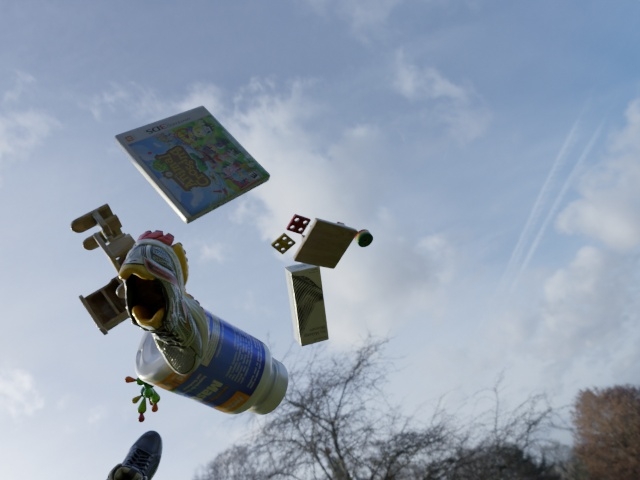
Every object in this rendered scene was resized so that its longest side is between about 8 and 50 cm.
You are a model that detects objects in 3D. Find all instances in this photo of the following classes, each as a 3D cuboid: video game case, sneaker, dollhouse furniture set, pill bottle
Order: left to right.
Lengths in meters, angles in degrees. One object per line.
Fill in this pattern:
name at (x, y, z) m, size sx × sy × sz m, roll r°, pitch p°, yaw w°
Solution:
dollhouse furniture set at (-0.475, 0.085, 0.963) m, size 0.161 × 0.212 × 0.242 m, roll -35°, pitch -23°, yaw -26°
sneaker at (-0.405, 0.502, 0.941) m, size 0.086 × 0.226 × 0.163 m, roll 27°, pitch -55°, yaw -6°
sneaker at (-0.221, 0.103, 0.586) m, size 0.088 × 0.093 × 0.225 m, roll -4°, pitch -61°, yaw 11°
video game case at (-0.232, -0.151, 0.789) m, size 0.193 × 0.212 × 0.023 m, roll -36°, pitch -14°, yaw -36°
pill bottle at (-0.189, 0.235, 0.803) m, size 0.152 × 0.152 × 0.272 m, roll -43°, pitch -54°, yaw 8°

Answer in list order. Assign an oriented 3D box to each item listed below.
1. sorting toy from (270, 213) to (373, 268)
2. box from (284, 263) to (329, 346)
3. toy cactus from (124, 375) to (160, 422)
sorting toy at (0.000, 0.000, 1.106) m, size 0.274 × 0.046 × 0.132 m, roll 13°, pitch -60°, yaw -34°
box at (-0.048, 0.220, 1.497) m, size 0.113 × 0.094 × 0.275 m, roll -12°, pitch -78°, yaw -17°
toy cactus at (-0.559, 0.447, 1.367) m, size 0.112 × 0.180 × 0.219 m, roll 3°, pitch -71°, yaw -17°
